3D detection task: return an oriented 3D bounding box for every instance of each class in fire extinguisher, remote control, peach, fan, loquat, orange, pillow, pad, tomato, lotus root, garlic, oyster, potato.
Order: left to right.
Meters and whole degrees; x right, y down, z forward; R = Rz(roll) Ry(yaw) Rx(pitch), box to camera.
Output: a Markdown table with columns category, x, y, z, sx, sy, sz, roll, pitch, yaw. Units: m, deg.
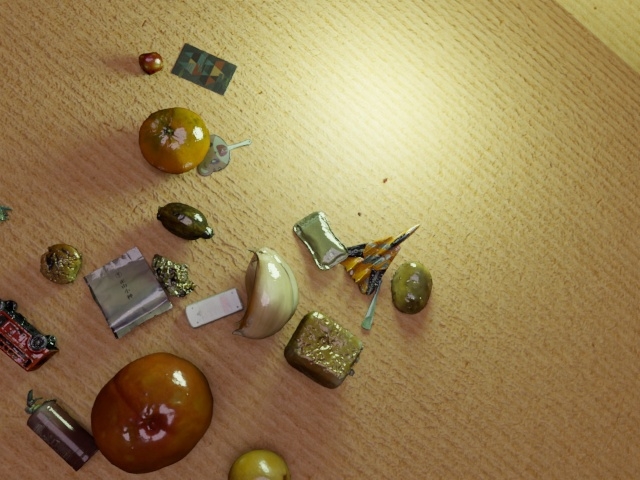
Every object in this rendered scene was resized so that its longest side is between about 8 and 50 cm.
| category | x | y | z | sx | sy | sz | roll | pitch | yaw |
| --- | --- | --- | --- | --- | --- | --- | --- | --- | --- |
| fire extinguisher | -0.793 | 0.565 | 1.405 | 0.269 | 0.105 | 0.105 | 44 | 75 | 0 |
| tomato | -0.612 | -0.641 | 1.680 | 0.087 | 0.087 | 0.075 | -19 | 119 | -14 |
| peach | -0.489 | 0.503 | 1.373 | 0.343 | 0.301 | 0.342 | 2 | 79 | -10 |
| oyster | -0.496 | 0.112 | 1.558 | 0.177 | 0.056 | 0.105 | 50 | 44 | 9 |
| orange | -0.501 | -0.348 | 1.595 | 0.240 | 0.171 | 0.240 | 2 | 78 | -8 |
| lotus root | -0.458 | -0.065 | 1.581 | 0.210 | 0.120 | 0.120 | 24 | 76 | -4 |
| pad | -0.437 | -0.647 | 1.754 | 0.212 | 0.003 | 0.142 | 22 | 76 | -7 |
| remote control | -0.365 | 0.232 | 1.589 | 0.190 | 0.029 | 0.087 | -21 | 84 | -14 |
| fan | -0.362 | -0.334 | 1.707 | 0.227 | 0.008 | 0.152 | -22 | 83 | -14 |
| loquat | -0.191 | 0.758 | 1.440 | 0.208 | 0.208 | 0.207 | 2 | 79 | -11 |
| garlic | -0.180 | 0.178 | 1.530 | 0.250 | 0.286 | 0.312 | 12 | 78 | 27 |
| pillow | 0.000 | 0.000 | 1.690 | 0.130 | 0.033 | 0.217 | -30 | 74 | -7 |
| fan | 0.195 | 0.234 | 1.710 | 0.038 | 0.016 | 0.193 | 22 | 77 | -9 |
| potato | 0.344 | 0.172 | 1.720 | 0.164 | 0.081 | 0.200 | 16 | 75 | -7 |

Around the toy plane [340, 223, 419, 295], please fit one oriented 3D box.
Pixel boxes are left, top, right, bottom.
| category | x | y | z | sx | sy | sz | roll | pitch | yaw |
| --- | --- | --- | --- | --- | --- | --- | --- | --- | --- |
| toy plane | 0.227 | 0.037 | 1.693 | 0.316 | 0.103 | 0.204 | -38 | 90 | 0 |

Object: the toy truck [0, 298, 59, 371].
| category | x | y | z | sx | sy | sz | roll | pitch | yaw |
| --- | --- | --- | --- | --- | --- | --- | --- | --- | --- |
| toy truck | -0.938 | 0.283 | 1.424 | 0.253 | 0.107 | 0.114 | 41 | 74 | -2 |

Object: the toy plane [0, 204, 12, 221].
| category | x | y | z | sx | sy | sz | roll | pitch | yaw |
| --- | --- | --- | --- | --- | --- | --- | --- | --- | --- |
| toy plane | -1.048 | -0.094 | 1.512 | 0.080 | 0.033 | 0.083 | -27 | 79 | -14 |

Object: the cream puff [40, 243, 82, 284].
| category | x | y | z | sx | sy | sz | roll | pitch | yaw |
| --- | --- | --- | --- | --- | --- | --- | --- | --- | --- |
| cream puff | -0.835 | 0.076 | 1.490 | 0.120 | 0.104 | 0.133 | -2 | 81 | -18 |

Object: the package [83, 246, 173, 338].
| category | x | y | z | sx | sy | sz | roll | pitch | yaw |
| --- | --- | --- | --- | --- | --- | --- | --- | --- | --- |
| package | -0.636 | 0.173 | 1.537 | 0.204 | 0.062 | 0.250 | -31 | 74 | -15 |

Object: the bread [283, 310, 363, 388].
| category | x | y | z | sx | sy | sz | roll | pitch | yaw |
| --- | --- | --- | --- | --- | --- | --- | --- | --- | --- |
| bread | 0.010 | 0.378 | 1.565 | 0.246 | 0.176 | 0.195 | 35 | 63 | 0 |
